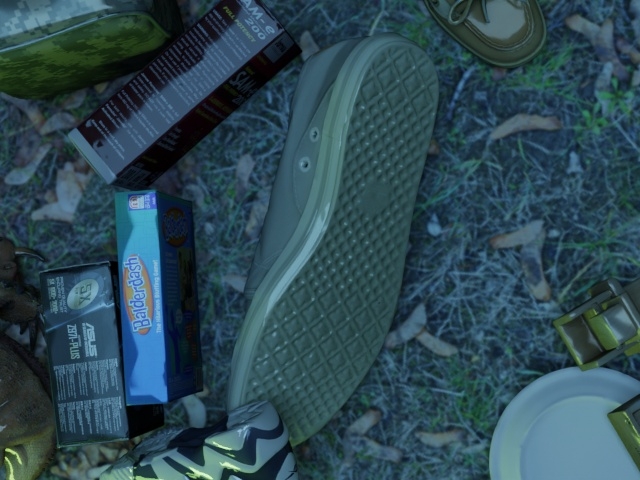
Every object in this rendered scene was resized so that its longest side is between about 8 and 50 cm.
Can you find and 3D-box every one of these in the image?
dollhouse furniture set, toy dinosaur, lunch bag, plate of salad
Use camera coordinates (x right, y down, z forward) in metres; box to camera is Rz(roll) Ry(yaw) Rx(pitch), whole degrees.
[{"bbox_3d":[0.408,0.125,1.171,0.174,0.355,0.303,-29,84,-16],"label":"dollhouse furniture set"},{"bbox_3d":[-0.335,0.152,1.404,0.200,0.127,0.296,-28,99,-22],"label":"toy dinosaur"},{"bbox_3d":[-0.275,-0.294,1.323,0.212,0.305,0.256,-15,89,4],"label":"lunch bag"},{"bbox_3d":[0.274,0.229,1.353,0.200,0.048,0.200,0,86,7],"label":"plate of salad"}]

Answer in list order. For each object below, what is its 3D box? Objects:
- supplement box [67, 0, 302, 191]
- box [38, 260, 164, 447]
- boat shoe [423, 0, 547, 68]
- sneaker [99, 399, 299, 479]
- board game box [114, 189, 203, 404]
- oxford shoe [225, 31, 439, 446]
[{"bbox_3d":[-0.138,-0.156,1.381,0.239,0.130,0.073,-41,84,5],"label":"supplement box"},{"bbox_3d":[-0.225,0.115,1.372,0.077,0.147,0.180,-7,86,7],"label":"box"},{"bbox_3d":[0.134,-0.303,1.373,0.104,0.089,0.285,-37,84,4],"label":"boat shoe"},{"bbox_3d":[-0.109,0.262,1.329,0.235,0.094,0.153,-23,99,27],"label":"sneaker"},{"bbox_3d":[-0.165,0.058,1.360,0.047,0.160,0.210,-4,86,7],"label":"board game box"},{"bbox_3d":[0.000,0.000,1.367,0.130,0.169,0.449,25,101,51],"label":"oxford shoe"}]
